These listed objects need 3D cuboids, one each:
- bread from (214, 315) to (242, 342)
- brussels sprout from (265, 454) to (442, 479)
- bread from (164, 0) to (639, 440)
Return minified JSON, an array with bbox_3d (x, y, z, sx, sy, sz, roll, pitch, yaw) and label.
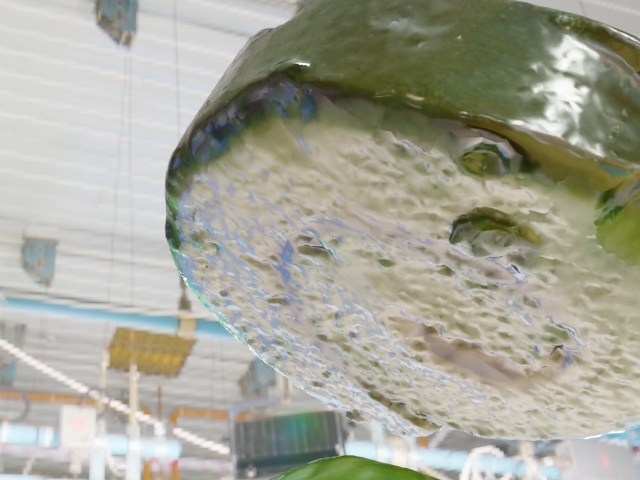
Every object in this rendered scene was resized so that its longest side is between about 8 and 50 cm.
[{"bbox_3d":[0.000,0.000,0.981,0.228,0.033,0.228,-2,-78,-8],"label":"bread"},{"bbox_3d":[0.006,0.141,0.430,0.155,0.155,0.117,-18,-75,13],"label":"brussels sprout"},{"bbox_3d":[0.080,0.013,0.743,0.366,0.129,0.382,23,-33,7],"label":"bread"}]
